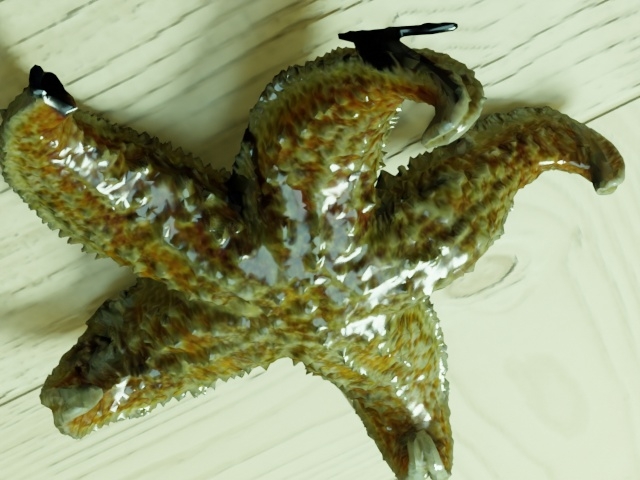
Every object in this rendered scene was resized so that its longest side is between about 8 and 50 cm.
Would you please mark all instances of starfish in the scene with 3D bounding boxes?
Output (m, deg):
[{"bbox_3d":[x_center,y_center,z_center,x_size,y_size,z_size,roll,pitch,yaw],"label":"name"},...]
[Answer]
[{"bbox_3d":[0.003,0.001,0.865,0.312,0.113,0.303,-4,140,-19],"label":"starfish"}]
